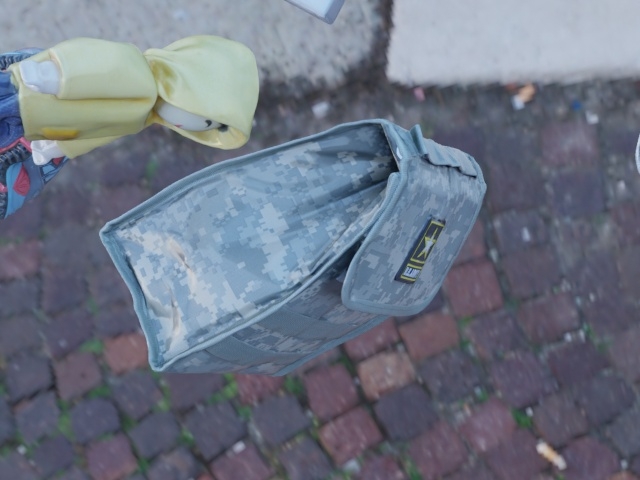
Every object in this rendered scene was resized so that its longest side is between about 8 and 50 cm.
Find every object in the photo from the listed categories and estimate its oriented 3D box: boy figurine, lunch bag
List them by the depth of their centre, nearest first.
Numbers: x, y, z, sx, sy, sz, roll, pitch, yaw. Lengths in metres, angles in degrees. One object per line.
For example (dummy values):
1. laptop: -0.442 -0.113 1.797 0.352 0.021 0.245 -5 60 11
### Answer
1. boy figurine: -0.188 -0.097 1.314 0.285 0.177 0.092 -7 74 -15
2. lunch bag: 0.000 0.000 1.517 0.287 0.235 0.169 -29 76 18

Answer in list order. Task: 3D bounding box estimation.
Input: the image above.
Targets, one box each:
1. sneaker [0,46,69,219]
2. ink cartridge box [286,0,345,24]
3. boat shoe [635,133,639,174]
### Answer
1. sneaker: -0.287 -0.128 1.743 0.125 0.262 0.104 -35 82 -31
2. ink cartridge box: -0.052 -0.315 1.554 0.219 0.092 0.160 29 94 3
3. boat shoe: 0.393 -0.165 1.502 0.116 0.097 0.324 45 102 7
